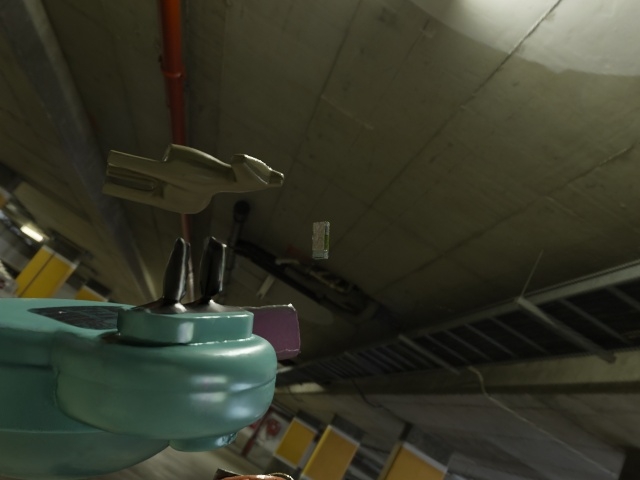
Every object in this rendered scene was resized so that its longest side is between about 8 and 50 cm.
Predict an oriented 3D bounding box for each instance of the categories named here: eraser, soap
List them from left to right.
[{"bbox_3d":[-0.181,0.139,0.797,0.260,0.081,0.181,0,-13,-31],"label":"soap"},{"bbox_3d":[0.000,0.000,1.319,0.038,0.083,0.019,-3,-9,37],"label":"eraser"}]

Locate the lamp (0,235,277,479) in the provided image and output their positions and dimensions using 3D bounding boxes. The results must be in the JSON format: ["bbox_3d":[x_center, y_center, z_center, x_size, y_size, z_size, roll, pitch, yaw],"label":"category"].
[{"bbox_3d":[-0.163,0.094,0.425,0.284,0.147,0.209,-17,-11,28],"label":"lamp"}]

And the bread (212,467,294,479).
[{"bbox_3d":[-0.146,0.477,1.023,0.225,0.142,0.212,-14,-34,7],"label":"bread"}]

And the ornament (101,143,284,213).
[{"bbox_3d":[-0.195,-0.095,0.874,0.245,0.061,0.230,12,-18,-19],"label":"ornament"}]
